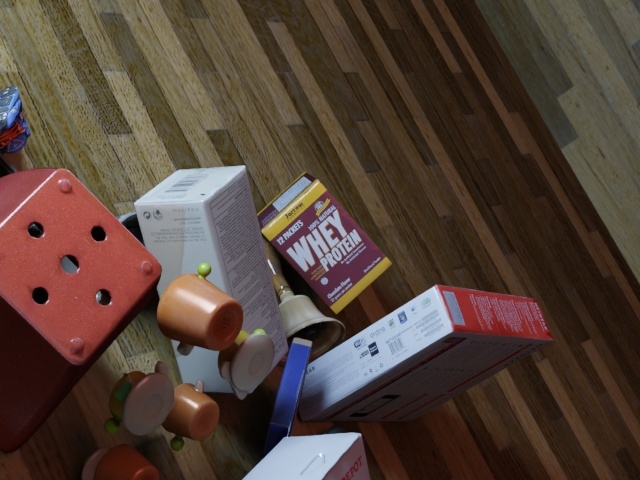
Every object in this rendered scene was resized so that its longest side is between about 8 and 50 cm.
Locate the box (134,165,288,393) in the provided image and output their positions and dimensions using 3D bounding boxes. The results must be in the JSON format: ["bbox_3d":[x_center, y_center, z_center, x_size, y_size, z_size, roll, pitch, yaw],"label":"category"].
[{"bbox_3d":[-0.156,0.059,1.844,0.148,0.121,0.311,-45,128,-57],"label":"box"}]

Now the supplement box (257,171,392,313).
[{"bbox_3d":[0.000,0.000,2.139,0.191,0.129,0.194,48,0,-10],"label":"supplement box"}]

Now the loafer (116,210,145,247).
[{"bbox_3d":[-0.244,0.001,1.918,0.112,0.111,0.319,57,32,8],"label":"loafer"}]

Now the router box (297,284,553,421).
[{"bbox_3d":[0.166,0.198,2.061,0.301,0.335,0.082,10,53,-49],"label":"router box"}]

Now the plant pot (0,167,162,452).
[{"bbox_3d":[-0.355,0.063,1.538,0.267,0.235,0.267,47,53,-11],"label":"plant pot"}]

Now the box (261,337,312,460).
[{"bbox_3d":[-0.057,0.272,1.897,0.036,0.136,0.225,13,39,1],"label":"box"}]

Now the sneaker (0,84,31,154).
[{"bbox_3d":[-0.446,-0.166,1.767,0.087,0.083,0.221,60,-6,-13],"label":"sneaker"}]

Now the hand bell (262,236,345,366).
[{"bbox_3d":[-0.062,0.082,2.110,0.126,0.126,0.242,14,39,-46],"label":"hand bell"}]

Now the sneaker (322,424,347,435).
[{"bbox_3d":[0.038,0.362,1.986,0.065,0.076,0.166,35,38,-30],"label":"sneaker"}]

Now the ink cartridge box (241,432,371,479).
[{"bbox_3d":[-0.007,0.443,1.680,0.223,0.129,0.308,-35,116,-63],"label":"ink cartridge box"}]

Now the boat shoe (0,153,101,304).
[{"bbox_3d":[-0.412,-0.012,1.734,0.305,0.091,0.109,48,33,-9],"label":"boat shoe"}]

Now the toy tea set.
[{"bbox_3d":[-0.215,0.193,1.685,0.336,0.124,0.200,-47,139,-27],"label":"toy tea set"}]
